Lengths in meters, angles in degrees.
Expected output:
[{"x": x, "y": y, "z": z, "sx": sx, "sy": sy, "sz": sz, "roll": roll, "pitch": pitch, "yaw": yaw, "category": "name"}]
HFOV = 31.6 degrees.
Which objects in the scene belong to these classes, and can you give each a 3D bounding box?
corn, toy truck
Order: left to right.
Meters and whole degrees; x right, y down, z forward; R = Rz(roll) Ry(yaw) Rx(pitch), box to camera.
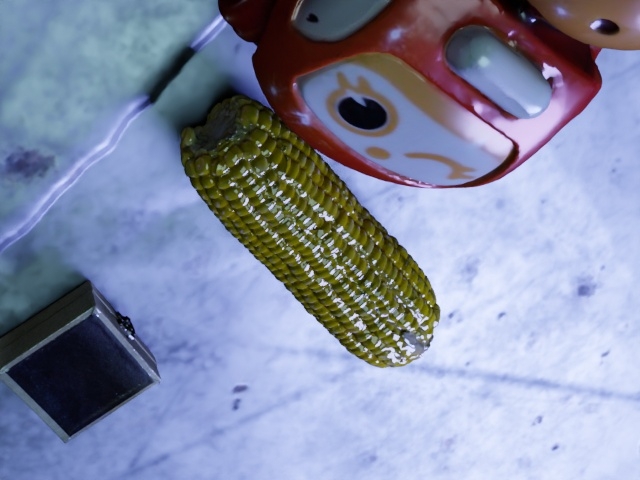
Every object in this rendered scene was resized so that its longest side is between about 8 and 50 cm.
[{"x": 0.000, "y": 0.000, "z": 0.729, "sx": 0.080, "sy": 0.080, "sz": 0.238, "roll": -39, "pitch": 121, "yaw": 4, "category": "corn"}, {"x": 0.092, "y": -0.131, "z": 0.591, "sx": 0.189, "sy": 0.239, "sz": 0.265, "roll": 30, "pitch": 105, "yaw": -30, "category": "toy truck"}]

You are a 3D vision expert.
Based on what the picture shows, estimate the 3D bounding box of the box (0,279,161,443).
[{"x": -0.157, "y": 0.079, "z": 0.741, "sx": 0.083, "sy": 0.035, "sz": 0.079, "roll": -34, "pitch": 124, "yaw": 1, "category": "box"}]
